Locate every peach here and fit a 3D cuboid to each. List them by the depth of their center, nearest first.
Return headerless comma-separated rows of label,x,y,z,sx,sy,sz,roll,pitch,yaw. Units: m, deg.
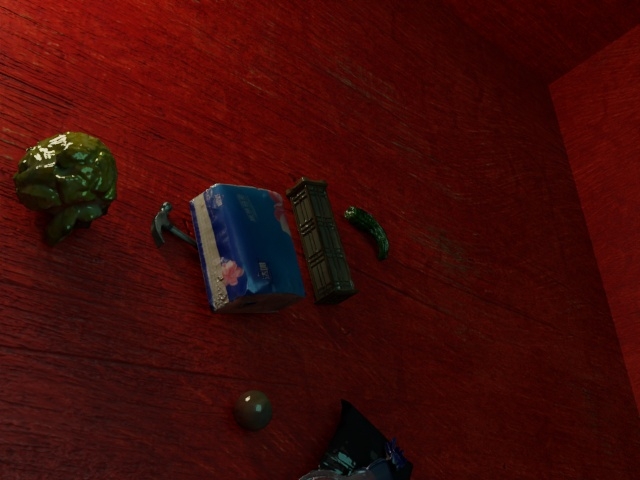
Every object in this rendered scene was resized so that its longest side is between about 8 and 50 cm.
peach,-0.138,0.345,1.323,0.083,0.083,0.083,24,50,-32

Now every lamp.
lamp,0.000,0.000,1.673,0.090,0.089,0.325,5,61,-41

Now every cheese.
cheese,0.029,0.537,1.309,0.286,0.074,0.189,-21,99,-25

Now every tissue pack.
tissue pack,-0.157,0.019,1.438,0.209,0.137,0.270,6,62,-43

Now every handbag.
handbag,0.106,0.506,1.447,0.254,0.088,0.211,46,34,-14

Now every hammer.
hammer,-0.267,0.021,1.450,0.246,0.029,0.103,37,44,-23

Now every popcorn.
popcorn,-0.476,-0.098,1.232,0.198,0.198,0.212,-10,98,-47

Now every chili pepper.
chili pepper,0.138,-0.029,1.854,0.182,0.050,0.073,48,34,-13

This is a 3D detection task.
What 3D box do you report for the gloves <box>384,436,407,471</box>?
gloves,0.168,0.478,1.460,0.064,0.026,0.086,56,22,8
